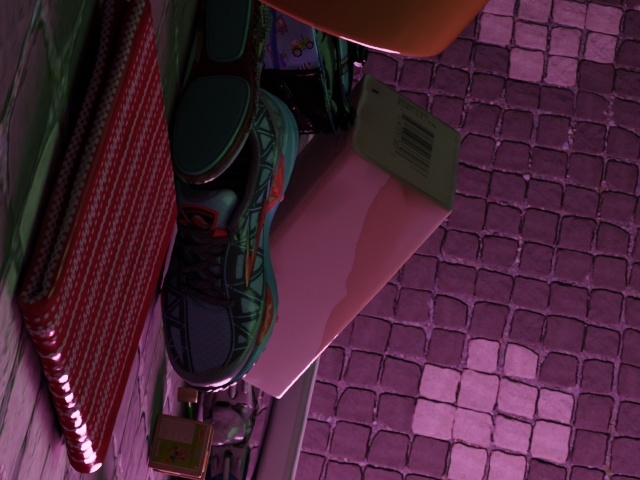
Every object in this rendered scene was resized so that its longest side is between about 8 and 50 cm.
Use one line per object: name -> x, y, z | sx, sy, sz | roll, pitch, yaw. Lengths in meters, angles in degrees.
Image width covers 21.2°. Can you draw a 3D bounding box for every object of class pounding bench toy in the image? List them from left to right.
pounding bench toy -> -0.131, 0.185, 1.650 | 0.065, 0.052, 0.083 | 93, 7, -79

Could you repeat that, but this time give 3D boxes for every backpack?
backpack -> -0.028, -0.201, 1.602 | 0.158, 0.117, 0.173 | -78, 160, -54

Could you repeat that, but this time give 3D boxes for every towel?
towel -> -0.127, 0.006, 0.997 | 0.275, 0.031, 0.199 | 93, 9, -65

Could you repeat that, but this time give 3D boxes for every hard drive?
hard drive -> -0.059, 0.285, 2.067 | 0.233, 0.047, 0.353 | 106, -2, -46

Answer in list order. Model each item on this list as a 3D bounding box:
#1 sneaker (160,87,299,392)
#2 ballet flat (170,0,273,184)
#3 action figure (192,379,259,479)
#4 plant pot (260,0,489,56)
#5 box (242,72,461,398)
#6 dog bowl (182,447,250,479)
sneaker -> -0.094, -0.008, 1.409 | 0.125, 0.104, 0.262 | 31, 64, -70
ballet flat -> -0.071, -0.121, 1.346 | 0.070, 0.070, 0.188 | 96, 6, -70
action figure -> -0.100, 0.162, 1.969 | 0.285, 0.099, 0.185 | -68, 176, -63
plant pot -> 0.030, -0.244, 1.010 | 0.203, 0.291, 0.291 | -62, -175, 21
box -> 0.000, 0.000, 1.721 | 0.311, 0.121, 0.148 | -49, -163, 35
dog bowl -> -0.140, 0.344, 2.008 | 0.297, 0.074, 0.166 | -78, 178, -56
